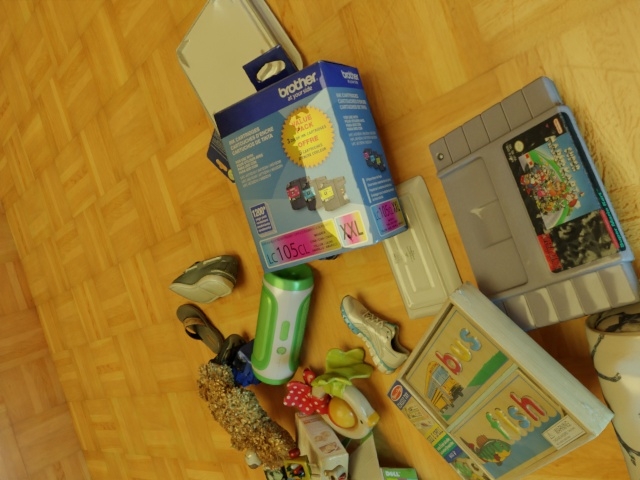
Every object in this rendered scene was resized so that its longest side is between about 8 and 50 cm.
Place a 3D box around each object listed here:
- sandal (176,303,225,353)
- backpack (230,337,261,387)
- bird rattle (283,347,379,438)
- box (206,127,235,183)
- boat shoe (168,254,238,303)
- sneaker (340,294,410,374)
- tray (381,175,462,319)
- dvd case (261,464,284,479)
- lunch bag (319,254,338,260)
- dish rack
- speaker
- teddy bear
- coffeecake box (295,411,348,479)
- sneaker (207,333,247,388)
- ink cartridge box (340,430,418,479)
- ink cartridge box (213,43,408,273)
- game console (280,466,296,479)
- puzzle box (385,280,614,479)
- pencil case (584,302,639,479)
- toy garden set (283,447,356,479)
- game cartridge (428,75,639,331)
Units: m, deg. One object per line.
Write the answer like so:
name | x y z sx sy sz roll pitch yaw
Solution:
sandal | -0.377 0.272 1.550 0.219 0.060 0.090 40 125 27
backpack | -0.186 0.341 1.374 0.101 0.098 0.120 42 125 21
bird rattle | 0.027 0.373 1.171 0.207 0.143 0.253 48 131 12
box | -0.206 -0.267 1.262 0.136 0.037 0.225 44 124 25
boat shoe | -0.333 0.110 1.465 0.319 0.116 0.099 -17 47 50
sneaker | 0.121 0.186 1.083 0.190 0.071 0.083 52 124 8
tray | 0.181 0.022 1.001 0.145 0.030 0.270 -22 87 44
dvd case | -0.136 0.667 1.478 0.087 0.013 0.119 -22 86 43
lunch bag | 0.000 0.000 1.132 0.098 0.065 0.067 34 104 26
dish rack | -0.208 -0.413 1.168 0.285 0.072 0.332 -41 72 31
speaker | -0.094 0.199 1.233 0.131 0.131 0.296 28 119 34
teddy bear | -0.216 0.460 1.315 0.338 0.113 0.245 52 136 9
coffeecake box | -0.002 0.521 1.227 0.185 0.068 0.142 -143 50 -63
sneaker | -0.286 0.366 1.469 0.106 0.101 0.267 37 123 32
ink cartridge box | 0.131 0.560 1.165 0.188 0.097 0.255 -59 29 35
ink cartridge box | -0.031 -0.162 0.983 0.270 0.151 0.395 -17 91 32
game console | -0.083 0.626 1.373 0.144 0.124 0.085 -26 110 43
puzzle box | 0.268 0.280 0.886 0.272 0.052 0.408 46 148 24
pencil case | 0.506 0.265 0.690 0.184 0.160 0.410 -19 89 33
toy garden set | 0.019 0.562 1.085 0.244 0.049 0.203 -11 94 44
game cartridge | 0.319 -0.046 0.794 0.230 0.068 0.354 -32 68 46
